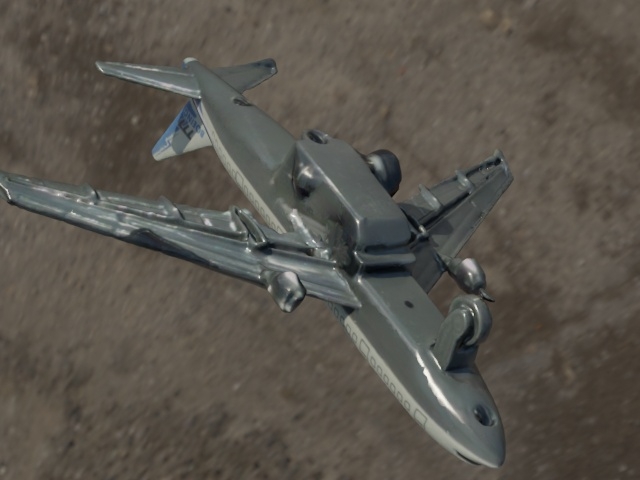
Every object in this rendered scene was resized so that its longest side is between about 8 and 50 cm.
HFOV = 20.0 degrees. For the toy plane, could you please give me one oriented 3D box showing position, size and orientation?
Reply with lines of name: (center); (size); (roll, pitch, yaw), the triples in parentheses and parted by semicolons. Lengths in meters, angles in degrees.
toy plane: (0.000, -0.004, 0.627); (0.226, 0.058, 0.226); (-4, 31, -36)
